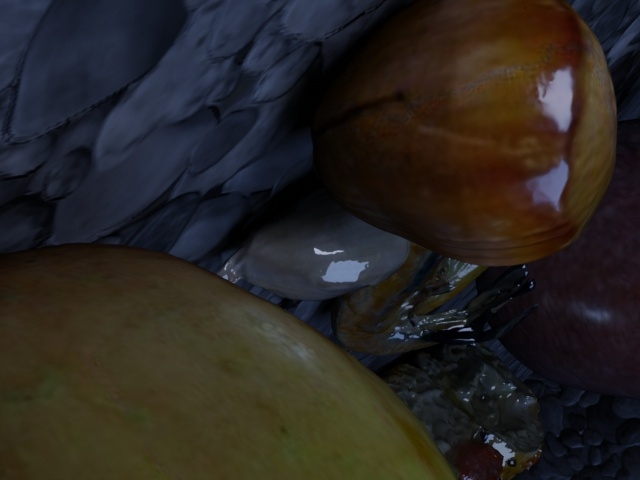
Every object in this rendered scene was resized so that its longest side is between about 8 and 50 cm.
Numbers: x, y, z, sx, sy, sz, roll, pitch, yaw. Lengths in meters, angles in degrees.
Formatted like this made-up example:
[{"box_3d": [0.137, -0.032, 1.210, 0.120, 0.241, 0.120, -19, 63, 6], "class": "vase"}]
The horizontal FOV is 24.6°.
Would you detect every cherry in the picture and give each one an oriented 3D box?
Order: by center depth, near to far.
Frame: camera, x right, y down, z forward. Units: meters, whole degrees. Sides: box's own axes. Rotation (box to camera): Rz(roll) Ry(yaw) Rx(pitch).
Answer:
[{"box_3d": [0.275, 0.020, 1.241, 0.261, 0.307, 0.221, -36, 121, -19], "class": "cherry"}]

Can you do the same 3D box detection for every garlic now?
[{"box_3d": [0.006, 0.005, 0.815, 0.084, 0.066, 0.152, -47, 168, 26], "class": "garlic"}]

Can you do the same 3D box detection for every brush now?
[{"box_3d": [-0.025, 0.047, 0.984, 0.083, 0.008, 0.024, -41, 170, -9], "class": "brush"}]

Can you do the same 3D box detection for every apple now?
[{"box_3d": [-0.096, 0.178, 0.551, 0.338, 0.305, 0.338, -40, 168, -10], "class": "apple"}]

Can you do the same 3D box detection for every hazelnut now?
[{"box_3d": [0.069, -0.060, 0.699, 0.150, 0.150, 0.150, -40, 166, -12], "class": "hazelnut"}]

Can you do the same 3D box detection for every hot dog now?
[{"box_3d": [0.054, 0.305, 1.651, 0.365, 0.196, 0.367, -46, 164, 29], "class": "hot dog"}]

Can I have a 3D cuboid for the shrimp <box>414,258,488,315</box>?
[{"box_3d": [0.115, -0.006, 1.143, 0.217, 0.051, 0.115, -40, 165, 1], "class": "shrimp"}]

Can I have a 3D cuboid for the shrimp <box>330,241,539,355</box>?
[{"box_3d": [0.099, 0.022, 1.063, 0.152, 0.046, 0.219, 4, 138, -23], "class": "shrimp"}]
